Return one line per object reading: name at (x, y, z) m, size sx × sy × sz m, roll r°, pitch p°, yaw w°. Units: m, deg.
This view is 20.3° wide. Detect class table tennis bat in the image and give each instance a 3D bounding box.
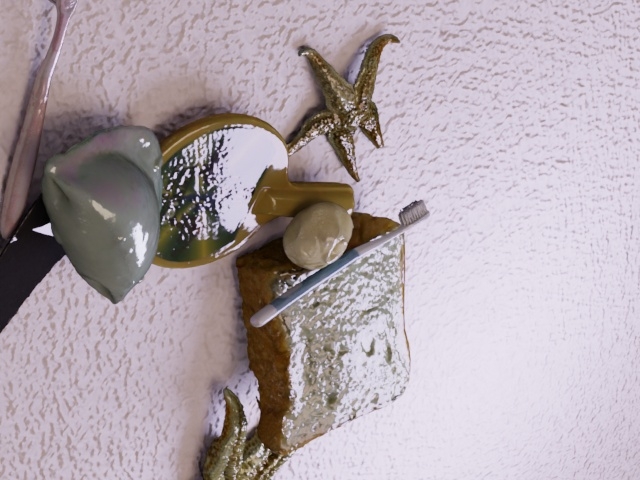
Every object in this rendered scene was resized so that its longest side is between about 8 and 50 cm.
table tennis bat at (-0.085, -0.051, 1.978) m, size 0.321 × 0.050 × 0.198 m, roll 5°, pitch 123°, yaw -44°

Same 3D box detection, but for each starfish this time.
starfish at (0.021, -0.144, 2.044) m, size 0.217 × 0.050 × 0.223 m, roll -41°, pitch 137°, yaw -4°
starfish at (-0.118, 0.323, 2.223) m, size 0.358 × 0.078 × 0.347 m, roll -15°, pitch 120°, yaw -38°

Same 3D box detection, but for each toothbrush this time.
toothbrush at (0.024, 0.024, 2.059) m, size 0.275 × 0.019 × 0.025 m, roll -32°, pitch 113°, yaw -29°
toothbrush at (-0.275, -0.135, 1.732) m, size 0.025 × 0.029 × 0.307 m, roll -10°, pitch 128°, yaw -44°

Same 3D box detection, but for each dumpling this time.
dumpling at (-0.216, -0.039, 1.794) m, size 0.105 × 0.149 × 0.217 m, roll -11°, pitch 143°, yaw 12°

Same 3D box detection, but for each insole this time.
insole at (-0.298, 0.019, 1.831) m, size 0.309 × 0.012 × 0.110 m, roll -54°, pitch 155°, yaw 1°

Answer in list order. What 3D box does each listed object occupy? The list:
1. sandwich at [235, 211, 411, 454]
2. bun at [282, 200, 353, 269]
sandwich at (0.012, 0.106, 2.150) m, size 0.226 × 0.087 × 0.251 m, roll -24°, pitch 122°, yaw -36°
bun at (0.000, 0.000, 2.017) m, size 0.086 × 0.055 × 0.086 m, roll -23°, pitch 146°, yaw -17°
